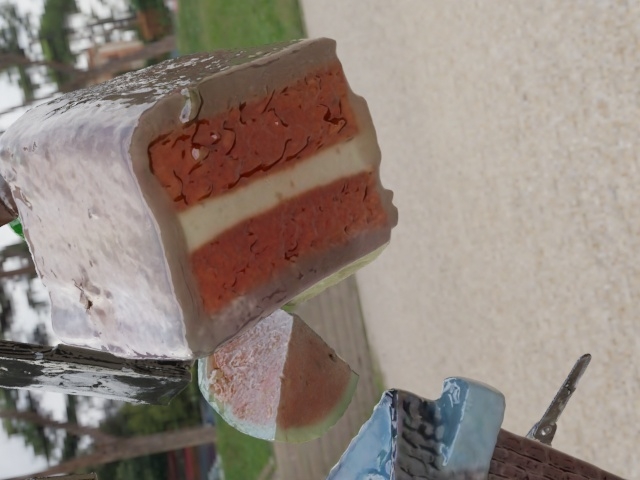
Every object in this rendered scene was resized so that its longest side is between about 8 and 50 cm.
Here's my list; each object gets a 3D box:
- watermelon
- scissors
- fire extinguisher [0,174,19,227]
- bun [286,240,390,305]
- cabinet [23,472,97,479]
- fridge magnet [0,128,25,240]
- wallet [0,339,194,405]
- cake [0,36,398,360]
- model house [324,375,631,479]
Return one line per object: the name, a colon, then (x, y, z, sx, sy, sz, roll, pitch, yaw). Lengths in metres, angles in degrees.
watermelon: (-0.071, 0.201, 1.765, 0.176, 0.256, 0.260, 104, -175, -61)
scissors: (0.283, 0.268, 1.536, 0.024, 0.160, 0.317, -116, 38, -47)
fire extinguisher: (-0.540, 0.008, 1.522, 0.105, 0.341, 0.141, 61, 178, -32)
bun: (0.000, 0.000, 1.773, 0.134, 0.220, 0.220, 59, 174, 11)
cabinet: (-0.448, 0.448, 1.723, 0.175, 0.215, 0.148, 24, -133, -69)
fridge magnet: (-0.466, -0.082, 1.887, 0.208, 0.088, 0.208, -20, -90, -79)
wallet: (-0.403, 0.215, 1.917, 0.197, 0.377, 0.051, 134, 140, -58)
cake: (-0.110, -0.048, 1.100, 0.230, 0.309, 0.237, 1, 113, 42)
model house: (0.178, 0.321, 1.066, 0.297, 0.360, 0.339, -7, 62, 65)
